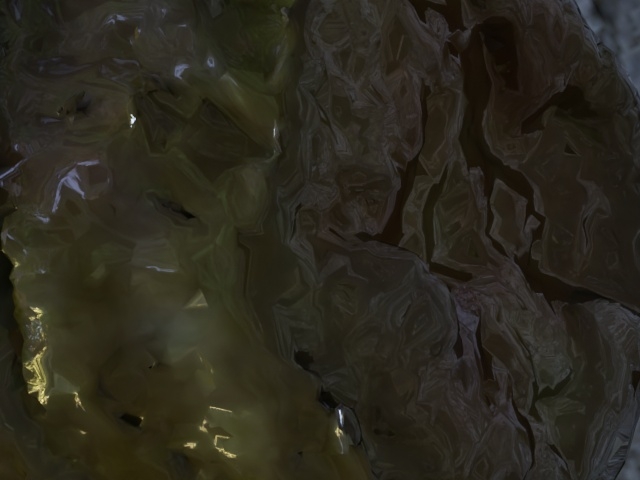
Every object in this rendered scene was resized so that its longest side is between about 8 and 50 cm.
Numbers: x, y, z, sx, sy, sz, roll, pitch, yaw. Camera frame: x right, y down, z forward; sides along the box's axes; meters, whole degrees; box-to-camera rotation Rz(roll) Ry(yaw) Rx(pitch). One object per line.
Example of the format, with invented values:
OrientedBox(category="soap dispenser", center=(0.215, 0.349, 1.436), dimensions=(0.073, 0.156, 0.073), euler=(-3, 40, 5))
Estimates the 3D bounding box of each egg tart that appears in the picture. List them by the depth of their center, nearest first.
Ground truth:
OrientedBox(category="egg tart", center=(0.000, 0.000, 0.542), dimensions=(0.352, 0.150, 0.352), euler=(11, -104, -51))
